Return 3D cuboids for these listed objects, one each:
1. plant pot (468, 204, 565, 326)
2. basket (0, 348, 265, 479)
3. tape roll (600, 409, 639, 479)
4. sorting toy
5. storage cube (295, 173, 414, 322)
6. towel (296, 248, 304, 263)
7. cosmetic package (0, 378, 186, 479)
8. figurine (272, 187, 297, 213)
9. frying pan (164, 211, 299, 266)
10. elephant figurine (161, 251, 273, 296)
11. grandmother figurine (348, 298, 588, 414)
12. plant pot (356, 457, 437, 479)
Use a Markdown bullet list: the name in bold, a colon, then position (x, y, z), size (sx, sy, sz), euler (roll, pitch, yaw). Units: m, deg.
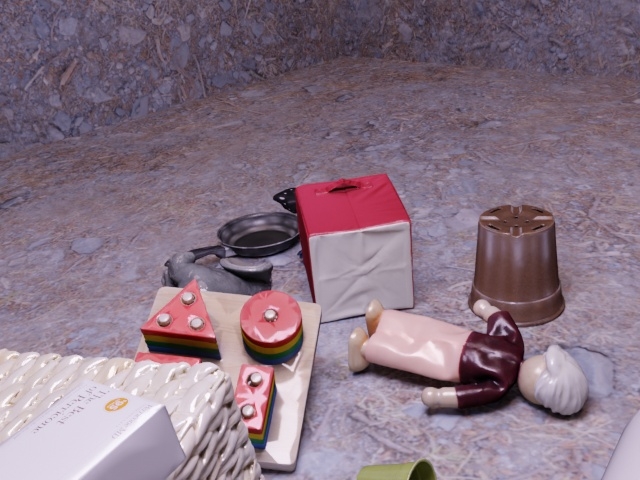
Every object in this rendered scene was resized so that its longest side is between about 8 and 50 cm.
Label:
- **plant pot**: position (0.337, 0.036, 1.216), size (0.166, 0.165, 0.167), euler (-6, 26, 3)
- **basket**: position (-0.247, 0.302, 0.642), size (0.328, 0.267, 0.331), euler (-1, 29, 23)
- **tape roll**: position (0.359, 0.273, 0.608), size (0.246, 0.246, 0.169), euler (11, 29, 34)
- **sorting toy**: position (-0.142, 0.168, 0.990), size (0.257, 0.089, 0.256), euler (6, 51, 6)
- **storage cube**: position (0.059, 0.010, 1.297), size (0.183, 0.215, 0.193), euler (-8, 31, -4)
- **towel**: position (0.000, 0.000, 1.450), size (0.067, 0.119, 0.029), euler (-23, 69, -37)
- **cosmetic package**: position (-0.211, 0.192, 0.471), size (0.098, 0.061, 0.239), euler (8, 32, 34)
- **figurine**: position (0.030, -0.097, 1.649), size (0.209, 0.093, 0.214), euler (11, 15, 43)
- **frying pan**: position (-0.161, 0.011, 1.531), size (0.197, 0.053, 0.326), euler (6, 28, 26)
- **elephant figurine**: position (-0.150, 0.090, 1.264), size (0.239, 0.169, 0.186), euler (-3, 49, -30)
- **grandmother figurine**: position (0.221, 0.172, 1.047), size (0.342, 0.104, 0.208), euler (13, 58, 31)
- **plant pot**: position (0.085, 0.297, 0.837), size (0.079, 0.083, 0.083), euler (-4, 22, 35)
